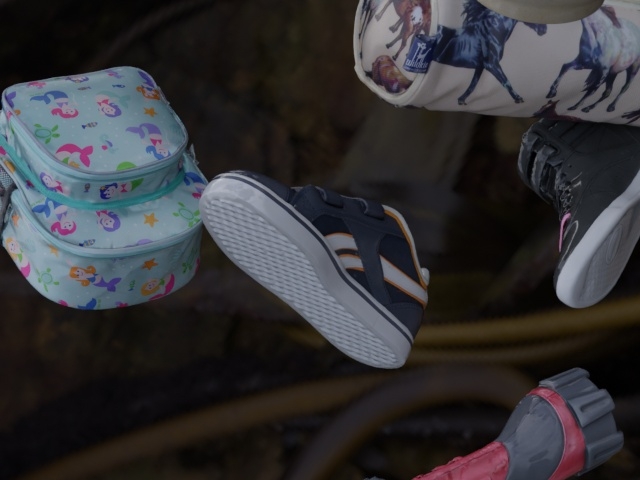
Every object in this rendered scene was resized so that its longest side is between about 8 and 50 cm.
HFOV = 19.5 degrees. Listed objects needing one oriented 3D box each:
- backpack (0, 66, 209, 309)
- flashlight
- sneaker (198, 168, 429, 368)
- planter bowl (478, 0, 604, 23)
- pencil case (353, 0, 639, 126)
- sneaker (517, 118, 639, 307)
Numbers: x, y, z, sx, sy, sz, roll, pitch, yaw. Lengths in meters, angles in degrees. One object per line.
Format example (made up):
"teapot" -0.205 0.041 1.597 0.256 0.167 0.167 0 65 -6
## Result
"backpack" -0.236 -0.054 1.981 0.253 0.225 0.191 58 146 31
"flashlight" 0.143 0.222 1.792 0.103 0.304 0.103 64 158 12
"sneaker" 0.000 0.000 1.927 0.126 0.321 0.127 2 58 41
"planter bowl" 0.147 -0.210 1.214 0.162 0.162 0.109 -104 16 -50
"pencil case" 0.250 -0.205 1.886 0.183 0.410 0.160 127 140 -56
"sneaker" 0.256 -0.040 1.915 0.147 0.104 0.296 19 41 17
